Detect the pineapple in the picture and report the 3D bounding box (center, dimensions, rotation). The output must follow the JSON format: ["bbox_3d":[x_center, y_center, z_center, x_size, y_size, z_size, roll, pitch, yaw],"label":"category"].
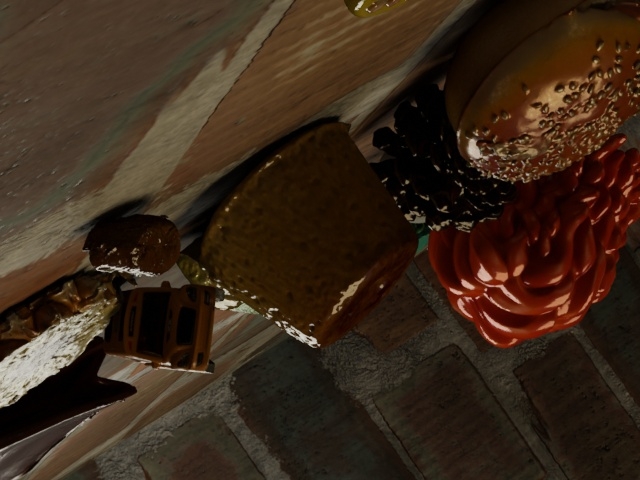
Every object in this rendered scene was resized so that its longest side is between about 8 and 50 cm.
[{"bbox_3d":[-0.260,0.094,1.354,0.221,0.047,0.221,-35,173,-5],"label":"pineapple"}]

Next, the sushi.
[{"bbox_3d":[-0.154,0.003,1.205,0.060,0.061,0.118,7,169,21],"label":"sushi"}]

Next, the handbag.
[{"bbox_3d":[-0.370,0.226,1.657,0.260,0.084,0.275,-36,174,33],"label":"handbag"}]

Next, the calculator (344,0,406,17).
[{"bbox_3d":[0.104,-0.218,0.963,0.235,0.032,0.146,-38,173,40],"label":"calculator"}]

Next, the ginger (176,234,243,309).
[{"bbox_3d":[-0.101,0.029,1.606,0.118,0.065,0.299,-48,175,1],"label":"ginger"}]

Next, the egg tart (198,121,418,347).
[{"bbox_3d":[0.000,0.000,1.402,0.202,0.147,0.202,-44,166,-14],"label":"egg tart"}]

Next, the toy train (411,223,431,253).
[{"bbox_3d":[0.079,0.005,2.193,0.163,0.112,0.203,-47,168,36],"label":"toy train"}]

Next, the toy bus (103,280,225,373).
[{"bbox_3d":[-0.155,0.084,1.431,0.088,0.083,0.194,8,173,-17],"label":"toy bus"}]

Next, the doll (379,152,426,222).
[{"bbox_3d":[0.156,-0.098,1.743,0.138,0.119,0.293,-15,162,-42],"label":"doll"}]

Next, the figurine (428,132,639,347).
[{"bbox_3d":[0.268,-0.057,1.921,0.306,0.241,0.412,-37,-157,14],"label":"figurine"}]

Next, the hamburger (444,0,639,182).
[{"bbox_3d":[0.219,-0.154,1.415,0.237,0.147,0.237,-34,153,-20],"label":"hamburger"}]

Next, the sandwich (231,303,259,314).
[{"bbox_3d":[-0.106,0.069,1.834,0.116,0.074,0.074,-29,171,-45],"label":"sandwich"}]

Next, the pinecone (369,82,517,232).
[{"bbox_3d":[0.127,-0.086,1.565,0.163,0.163,0.165,-31,-170,-34],"label":"pinecone"}]
